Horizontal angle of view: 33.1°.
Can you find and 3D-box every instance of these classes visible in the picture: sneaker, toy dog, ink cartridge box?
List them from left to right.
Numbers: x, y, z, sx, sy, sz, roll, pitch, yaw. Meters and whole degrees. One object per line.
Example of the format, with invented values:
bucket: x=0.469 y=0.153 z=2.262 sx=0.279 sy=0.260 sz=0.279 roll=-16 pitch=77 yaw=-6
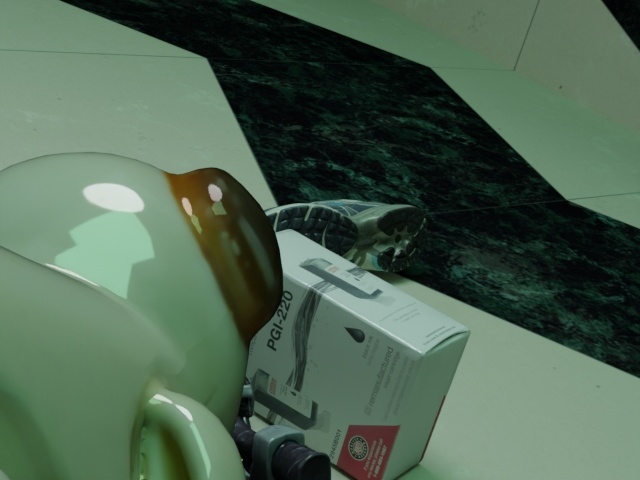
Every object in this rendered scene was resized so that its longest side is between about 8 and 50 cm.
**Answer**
toy dog: x=-0.180 y=0.084 z=0.498 sx=0.284 sy=0.395 sz=0.408 roll=-21 pitch=5 yaw=24
sneaker: x=0.000 y=0.000 z=1.374 sx=0.283 sy=0.110 sz=0.122 roll=-1 pitch=11 yaw=-41
ink cartridge box: x=0.010 y=0.108 z=1.028 sx=0.218 sy=0.159 sz=0.092 roll=30 pitch=27 yaw=28

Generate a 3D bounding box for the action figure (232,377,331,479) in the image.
action figure: x=-0.115 y=0.158 z=0.924 sx=0.185 sy=0.099 sz=0.285 roll=-8 pitch=29 yaw=-32
